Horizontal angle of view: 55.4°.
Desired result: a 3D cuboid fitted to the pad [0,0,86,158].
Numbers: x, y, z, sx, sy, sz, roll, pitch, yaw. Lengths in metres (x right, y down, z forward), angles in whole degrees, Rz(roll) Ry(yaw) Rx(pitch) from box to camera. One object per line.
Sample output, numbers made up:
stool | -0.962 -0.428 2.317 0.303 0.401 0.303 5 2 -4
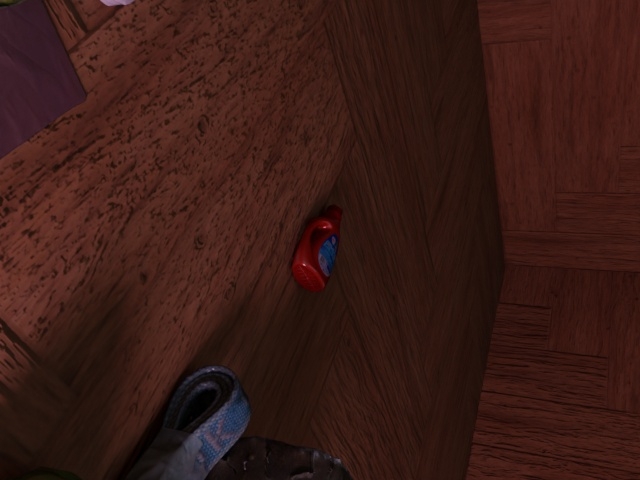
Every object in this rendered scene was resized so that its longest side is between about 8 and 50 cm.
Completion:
pad | -0.268 -0.125 0.488 0.188 0.006 0.113 -59 143 -46

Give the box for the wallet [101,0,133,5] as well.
wallet | -0.207 -0.322 0.567 0.095 0.033 0.190 -63 147 -44

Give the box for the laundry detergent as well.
laundry detergent | 0.000 0.000 1.034 0.097 0.049 0.165 62 36 -42

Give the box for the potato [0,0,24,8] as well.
potato | -0.250 -0.271 0.459 0.119 0.054 0.198 -13 109 -65

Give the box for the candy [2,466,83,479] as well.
candy | -0.235 0.354 0.460 0.132 0.142 0.343 32 64 -76

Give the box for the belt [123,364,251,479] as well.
belt | -0.167 0.265 0.651 0.302 0.087 0.072 -60 151 -44

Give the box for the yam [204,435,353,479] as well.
yam | -0.089 0.419 0.695 0.241 0.241 0.348 64 35 -46
